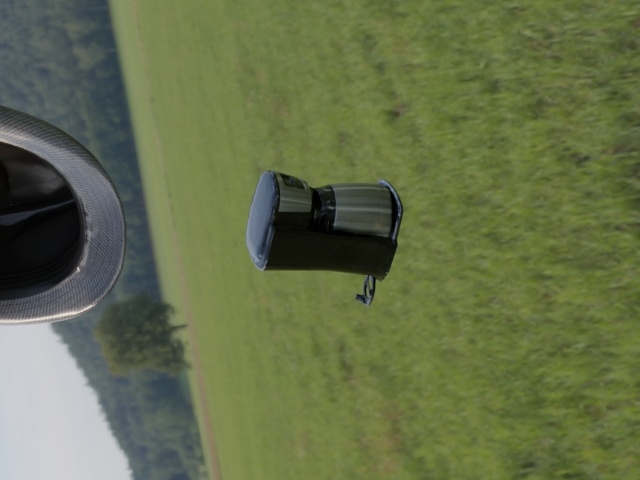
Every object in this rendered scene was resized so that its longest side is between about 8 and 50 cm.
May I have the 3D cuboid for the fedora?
[{"bbox_3d":[-0.318,-0.043,0.900,0.124,0.276,0.243,-96,6,-57],"label":"fedora"}]

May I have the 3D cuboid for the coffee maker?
[{"bbox_3d":[0.000,0.000,1.207,0.120,0.178,0.171,-167,81,-70],"label":"coffee maker"}]
